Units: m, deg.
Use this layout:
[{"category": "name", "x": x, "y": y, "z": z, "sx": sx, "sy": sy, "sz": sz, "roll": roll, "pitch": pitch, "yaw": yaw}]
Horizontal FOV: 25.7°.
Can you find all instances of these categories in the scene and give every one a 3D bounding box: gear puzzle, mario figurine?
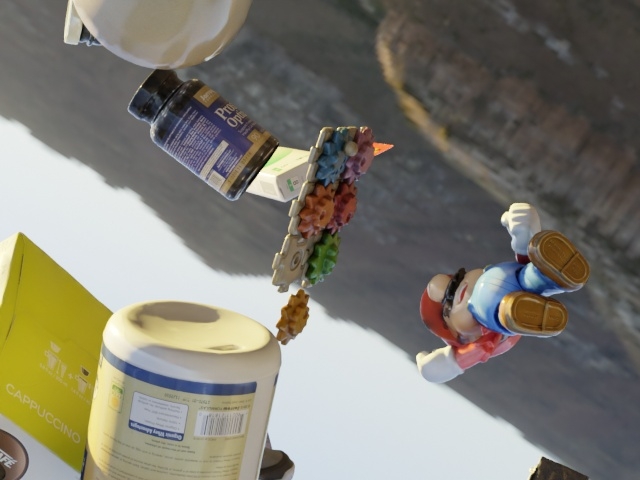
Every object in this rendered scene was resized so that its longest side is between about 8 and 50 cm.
[{"category": "gear puzzle", "x": 0.000, "y": 0.000, "z": 2.006, "sx": 0.044, "sy": 0.339, "sz": 0.175, "roll": 24, "pitch": -166, "yaw": 22}, {"category": "mario figurine", "x": 0.203, "y": 0.070, "z": 1.783, "sx": 0.170, "sy": 0.198, "sz": 0.320, "roll": 64, "pitch": 161, "yaw": 3}]

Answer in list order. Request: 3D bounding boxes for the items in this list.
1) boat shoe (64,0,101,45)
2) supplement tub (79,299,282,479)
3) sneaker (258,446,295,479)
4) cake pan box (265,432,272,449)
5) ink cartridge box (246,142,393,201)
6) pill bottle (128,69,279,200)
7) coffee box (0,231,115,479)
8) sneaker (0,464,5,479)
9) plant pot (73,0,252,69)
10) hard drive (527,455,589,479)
[{"category": "boat shoe", "x": -0.300, "y": -0.450, "z": 2.086, "sx": 0.113, "sy": 0.340, "sz": 0.127, "roll": 11, "pitch": 168, "yaw": -14}, {"category": "supplement tub", "x": -0.184, "y": 0.256, "z": 1.788, "sx": 0.228, "sy": 0.316, "sz": 0.228, "roll": 11, "pitch": -166, "yaw": -3}, {"category": "sneaker", "x": -0.138, "y": 0.273, "z": 1.998, "sx": 0.268, "sy": 0.153, "sz": 0.101, "roll": 10, "pitch": -172, "yaw": -34}, {"category": "cake pan box", "x": -0.203, "y": 0.449, "z": 2.636, "sx": 0.070, "sy": 0.246, "sz": 0.267, "roll": -26, "pitch": -79, "yaw": -77}, {"category": "ink cartridge box", "x": -0.016, "y": -0.141, "z": 2.379, "sx": 0.181, "sy": 0.225, "sz": 0.056, "roll": 17, "pitch": 132, "yaw": 61}, {"category": "pill bottle", "x": -0.183, "y": -0.171, "z": 2.166, "sx": 0.219, "sy": 0.123, "sz": 0.123, "roll": 38, "pitch": -178, "yaw": -1}, {"category": "coffee box", "x": -0.473, "y": 0.263, "z": 2.076, "sx": 0.337, "sy": 0.334, "sz": 0.338, "roll": 46, "pitch": -153, "yaw": -32}, {"category": "sneaker", "x": -0.495, "y": 0.276, "z": 1.726, "sx": 0.286, "sy": 0.109, "sz": 0.130, "roll": 0, "pitch": 145, "yaw": 49}, {"category": "plant pot", "x": -0.177, "y": -0.378, "z": 1.804, "sx": 0.256, "sy": 0.256, "sz": 0.274, "roll": 33, "pitch": 163, "yaw": -11}, {"category": "hard drive", "x": 0.169, "y": 0.413, "z": 1.430, "sx": 0.064, "sy": 0.339, "sz": 0.237, "roll": 24, "pitch": -143, "yaw": 12}]
